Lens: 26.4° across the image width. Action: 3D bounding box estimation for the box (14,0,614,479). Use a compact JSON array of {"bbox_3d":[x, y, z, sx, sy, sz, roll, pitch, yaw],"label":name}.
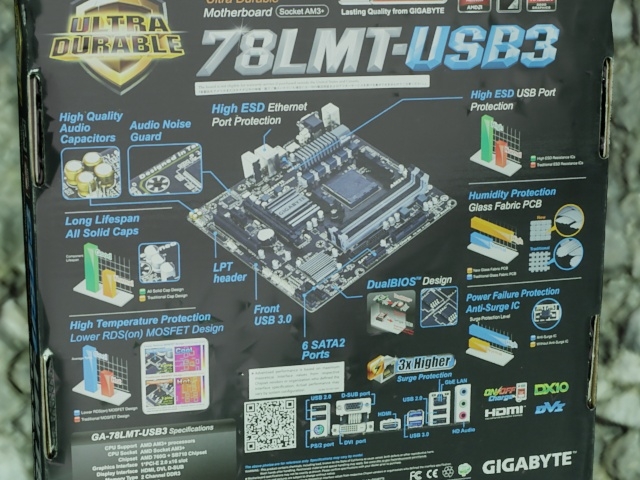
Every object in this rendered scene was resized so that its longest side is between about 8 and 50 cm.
[{"bbox_3d":[0.000,0.000,0.692,0.295,0.073,0.293,-4,102,-16],"label":"box"}]
